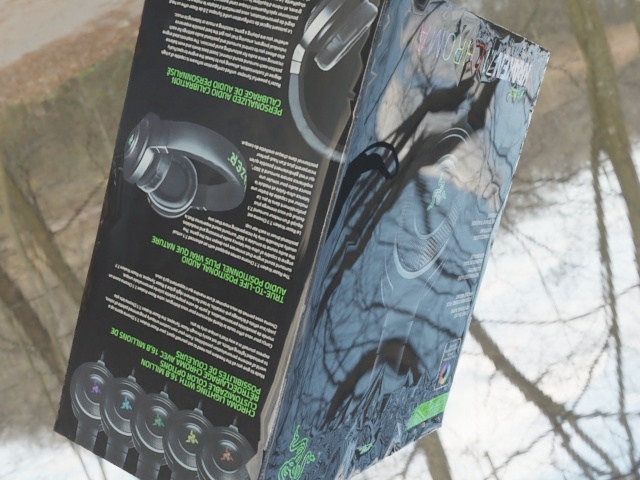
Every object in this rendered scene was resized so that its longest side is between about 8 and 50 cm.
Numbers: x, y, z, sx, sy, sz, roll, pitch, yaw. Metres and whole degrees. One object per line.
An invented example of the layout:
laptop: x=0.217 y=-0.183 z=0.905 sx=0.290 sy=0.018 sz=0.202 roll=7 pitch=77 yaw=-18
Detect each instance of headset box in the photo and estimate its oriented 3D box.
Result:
headset box: x=0.000 y=0.000 z=0.544 sx=0.131 sy=0.283 sz=0.246 roll=20 pitch=-169 yaw=27
